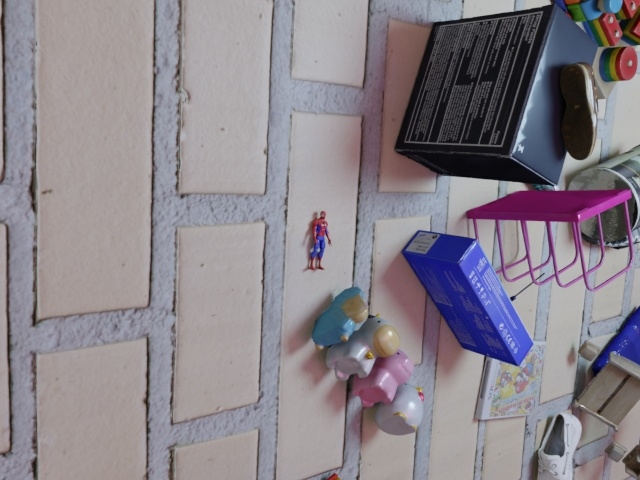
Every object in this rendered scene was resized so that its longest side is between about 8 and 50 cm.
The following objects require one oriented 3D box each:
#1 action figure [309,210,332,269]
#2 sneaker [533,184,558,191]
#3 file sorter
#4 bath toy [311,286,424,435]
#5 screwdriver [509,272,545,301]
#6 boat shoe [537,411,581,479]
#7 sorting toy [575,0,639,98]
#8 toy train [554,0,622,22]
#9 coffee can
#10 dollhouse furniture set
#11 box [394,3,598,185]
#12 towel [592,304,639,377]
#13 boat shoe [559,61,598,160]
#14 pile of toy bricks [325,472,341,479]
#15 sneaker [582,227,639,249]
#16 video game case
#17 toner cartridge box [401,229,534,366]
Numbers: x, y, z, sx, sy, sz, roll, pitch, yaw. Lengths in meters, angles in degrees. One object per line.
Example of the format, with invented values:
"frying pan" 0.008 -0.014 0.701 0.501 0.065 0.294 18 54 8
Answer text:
"action figure" 0.000 0.000 1.267 0.038 0.030 0.115 1 96 -32
"sneaker" 0.545 -0.158 1.644 0.076 0.065 0.166 -20 108 -16
"file sorter" 0.521 -0.004 1.486 0.202 0.291 0.182 -20 105 -33
"bath toy" 0.121 0.258 1.351 0.348 0.151 0.129 57 29 -30
"screwdriver" 0.486 0.131 1.599 0.025 0.170 0.024 37 32 -17
"boat shoe" 0.649 0.615 1.835 0.096 0.098 0.277 29 71 -37
"sorting toy" 0.783 -0.553 1.725 0.255 0.089 0.257 45 71 -34
"toy train" 0.600 -0.625 1.537 0.105 0.143 0.248 -54 125 -17
"coffee can" 0.829 -0.134 1.767 0.275 0.201 0.201 -23 111 -32
"dollhouse furniture set" 0.870 0.471 1.942 0.174 0.356 0.303 -39 157 -58
"box" 0.347 -0.280 1.312 0.183 0.294 0.296 20 87 -38
"towel" 0.965 0.371 2.050 0.308 0.076 0.227 -41 113 -24
"boat shoe" 0.482 -0.237 1.197 0.060 0.064 0.178 -22 111 -33
"pile of toy bricks" 0.053 0.604 1.366 0.118 0.105 0.212 -33 116 -28
"sneaker" 0.840 -0.010 1.873 0.234 0.106 0.078 -6 69 -15
"video game case" 0.502 0.362 1.717 0.227 0.026 0.206 8 94 -38
"toner cartridge box" 0.331 0.130 1.457 0.075 0.165 0.348 -49 124 -20
